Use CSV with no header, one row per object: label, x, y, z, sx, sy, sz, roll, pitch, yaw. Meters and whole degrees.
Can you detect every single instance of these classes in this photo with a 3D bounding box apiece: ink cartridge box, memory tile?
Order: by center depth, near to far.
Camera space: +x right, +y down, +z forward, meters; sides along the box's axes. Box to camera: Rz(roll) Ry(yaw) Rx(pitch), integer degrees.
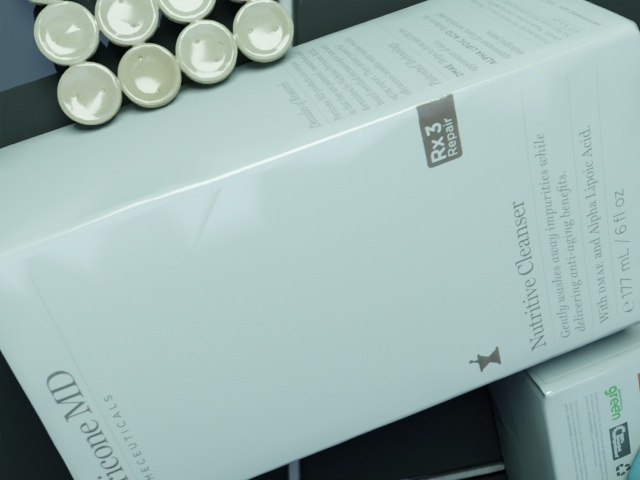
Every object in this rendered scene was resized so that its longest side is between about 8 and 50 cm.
memory tile,-0.097,-0.140,0.519,0.148,0.012,0.113,-22,99,-6
ink cartridge box,0.299,0.155,0.751,0.272,0.130,0.309,-21,121,-7

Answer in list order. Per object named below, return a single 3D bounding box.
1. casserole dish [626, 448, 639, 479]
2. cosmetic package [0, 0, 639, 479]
casserole dish,0.291,0.139,0.642,0.114,0.037,0.188,14,109,-25
cosmetic package,0.000,0.000,0.559,0.385,0.156,0.217,-23,122,-7
